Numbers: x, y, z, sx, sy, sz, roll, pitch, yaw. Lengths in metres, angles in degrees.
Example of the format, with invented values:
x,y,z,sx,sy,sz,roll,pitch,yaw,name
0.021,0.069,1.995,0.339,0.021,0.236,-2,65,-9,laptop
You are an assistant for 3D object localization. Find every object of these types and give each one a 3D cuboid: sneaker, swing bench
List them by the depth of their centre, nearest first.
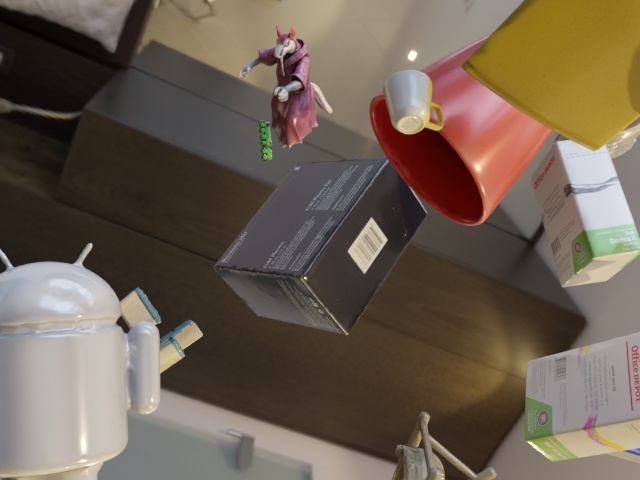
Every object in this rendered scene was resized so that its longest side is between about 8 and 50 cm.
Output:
x,y,z,sx,sy,sz,roll,pitch,yaw,name
0.145,0.444,1.077,0.255,0.165,0.253,-50,179,6,swing bench
0.678,-0.265,1.595,0.305,0.152,0.114,142,-54,-58,sneaker

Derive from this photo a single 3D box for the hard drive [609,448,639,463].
x,y,z,sx,sy,sz,roll,pitch,yaw,name
0.791,0.468,1.732,0.210,0.318,0.040,-53,153,-55,hard drive

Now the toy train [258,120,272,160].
x,y,z,sx,sy,sz,roll,pitch,yaw,name
-0.113,-0.207,1.448,0.017,0.023,0.083,-158,-117,-65,toy train

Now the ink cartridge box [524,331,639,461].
x,y,z,sx,sy,sz,roll,pitch,yaw,name
0.616,0.325,1.467,0.353,0.119,0.207,-26,-145,39,ink cartridge box

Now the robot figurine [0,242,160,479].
x,y,z,sx,sy,sz,roll,pitch,yaw,name
-0.368,0.182,0.942,0.199,0.299,0.354,165,-77,-67,robot figurine

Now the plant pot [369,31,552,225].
x,y,z,sx,sy,sz,roll,pitch,yaw,name
0.261,-0.204,1.183,0.243,0.275,0.275,-41,-171,-12,plant pot

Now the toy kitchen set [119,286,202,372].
x,y,z,sx,sy,sz,roll,pitch,yaw,name
-0.333,0.167,1.441,0.122,0.166,0.207,-34,-175,-15,toy kitchen set

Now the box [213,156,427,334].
x,y,z,sx,sy,sz,roll,pitch,yaw,name
0.000,0.000,1.515,0.312,0.179,0.343,5,-129,49,box

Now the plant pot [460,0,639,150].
x,y,z,sx,sy,sz,roll,pitch,yaw,name
0.325,-0.235,0.841,0.212,0.187,0.212,-45,-179,29,plant pot

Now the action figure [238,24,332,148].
x,y,z,sx,sy,sz,roll,pitch,yaw,name
-0.065,-0.451,1.990,0.248,0.275,0.370,50,-26,33,action figure

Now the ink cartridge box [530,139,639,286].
x,y,z,sx,sy,sz,roll,pitch,yaw,name
0.569,-0.061,1.520,0.198,0.114,0.273,90,-9,-69,ink cartridge box

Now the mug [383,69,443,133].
x,y,z,sx,sy,sz,roll,pitch,yaw,name
0.118,-0.168,0.872,0.062,0.078,0.064,90,1,-57,mug
